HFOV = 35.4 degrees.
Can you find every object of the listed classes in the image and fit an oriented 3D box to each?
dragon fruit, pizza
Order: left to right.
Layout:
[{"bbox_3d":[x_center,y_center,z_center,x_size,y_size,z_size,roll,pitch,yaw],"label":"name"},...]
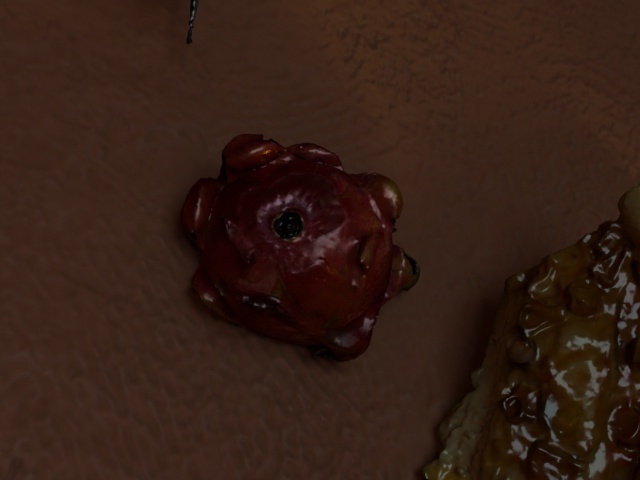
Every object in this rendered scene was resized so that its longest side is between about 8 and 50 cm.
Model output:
[{"bbox_3d":[-0.005,0.000,0.507,0.126,0.068,0.112,40,57,-5],"label":"dragon fruit"},{"bbox_3d":[0.137,0.092,0.516,0.134,0.056,0.271,24,77,12],"label":"pizza"}]

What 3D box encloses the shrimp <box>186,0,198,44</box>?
[{"bbox_3d":[-0.036,-0.270,0.580,0.145,0.116,0.343,12,64,4],"label":"shrimp"}]
